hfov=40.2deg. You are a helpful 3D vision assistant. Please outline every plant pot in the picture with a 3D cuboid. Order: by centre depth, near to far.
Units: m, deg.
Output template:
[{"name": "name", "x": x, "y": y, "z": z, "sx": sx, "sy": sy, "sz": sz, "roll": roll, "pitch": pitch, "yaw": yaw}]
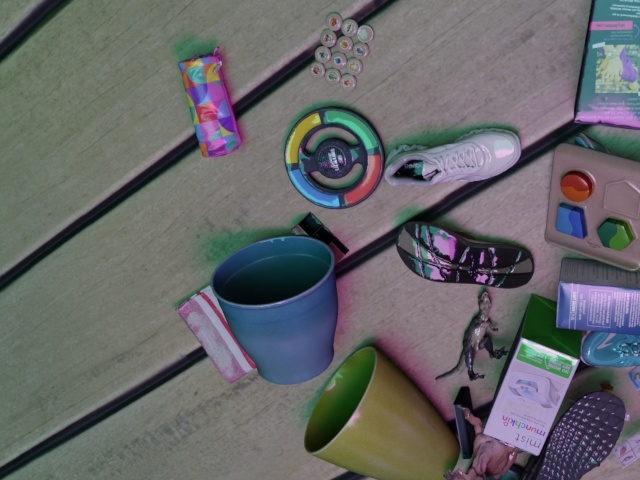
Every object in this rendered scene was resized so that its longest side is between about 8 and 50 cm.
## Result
[{"name": "plant pot", "x": -0.078, "y": 0.168, "z": 1.927, "sx": 0.272, "sy": 0.271, "sz": 0.255, "roll": -2, "pitch": 121, "yaw": 18}, {"name": "plant pot", "x": 0.160, "y": 0.432, "z": 1.971, "sx": 0.293, "sy": 0.275, "sz": 0.275, "roll": 34, "pitch": 114, "yaw": -11}]

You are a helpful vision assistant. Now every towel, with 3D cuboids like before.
[{"name": "towel", "x": -0.167, "y": 0.179, "z": 2.101, "sx": 0.329, "sy": 0.037, "sz": 0.237, "roll": -33, "pitch": 95, "yaw": 23}]

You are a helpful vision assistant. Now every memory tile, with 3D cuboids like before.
[{"name": "memory tile", "x": 0.045, "y": -0.402, "z": 1.869, "sx": 0.113, "sy": 0.012, "sz": 0.148, "roll": 24, "pitch": 111, "yaw": 9}]

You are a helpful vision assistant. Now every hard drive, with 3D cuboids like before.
[{"name": "hard drive", "x": 0.329, "y": 0.411, "z": 1.980, "sx": 0.022, "sy": 0.094, "sz": 0.135, "roll": -5, "pitch": 104, "yaw": 22}]

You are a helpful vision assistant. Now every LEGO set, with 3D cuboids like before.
[{"name": "LEGO set", "x": 0.633, "y": 0.366, "z": 1.830, "sx": 0.060, "sy": 0.182, "sz": 0.244, "roll": 29, "pitch": 119, "yaw": -31}]

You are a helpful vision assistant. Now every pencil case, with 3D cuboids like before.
[{"name": "pencil case", "x": -0.245, "y": -0.304, "z": 1.947, "sx": 0.104, "sy": 0.104, "sz": 0.236, "roll": -8, "pitch": 105, "yaw": 20}]

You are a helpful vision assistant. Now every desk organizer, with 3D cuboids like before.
[{"name": "desk organizer", "x": 0.000, "y": 0.000, "z": 1.987, "sx": 0.130, "sy": 0.047, "sz": 0.050, "roll": 45, "pitch": 111, "yaw": 1}]

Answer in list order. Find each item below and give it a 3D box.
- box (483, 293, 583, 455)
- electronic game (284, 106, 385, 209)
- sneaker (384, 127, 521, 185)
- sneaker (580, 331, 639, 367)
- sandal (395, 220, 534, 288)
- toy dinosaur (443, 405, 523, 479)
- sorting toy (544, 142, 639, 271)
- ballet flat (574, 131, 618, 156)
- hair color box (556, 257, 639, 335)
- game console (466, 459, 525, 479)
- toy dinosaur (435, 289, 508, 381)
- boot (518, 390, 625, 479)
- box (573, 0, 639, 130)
[{"name": "box", "x": 0.448, "y": 0.272, "z": 1.811, "sx": 0.127, "sy": 0.262, "sz": 0.231, "roll": 21, "pitch": 112, "yaw": 11}, {"name": "electronic game", "x": 0.029, "y": -0.180, "z": 1.922, "sx": 0.229, "sy": 0.048, "sz": 0.229, "roll": 5, "pitch": 107, "yaw": 16}, {"name": "sneaker", "x": 0.270, "y": -0.160, "z": 1.816, "sx": 0.292, "sy": 0.118, "sz": 0.110, "roll": -11, "pitch": 101, "yaw": 19}, {"name": "sneaker", "x": 0.666, "y": 0.214, "z": 1.773, "sx": 0.275, "sy": 0.110, "sz": 0.107, "roll": -2, "pitch": 99, "yaw": 0}, {"name": "sandal", "x": 0.307, "y": 0.036, "z": 1.886, "sx": 0.303, "sy": 0.086, "sz": 0.120, "roll": 15, "pitch": 105, "yaw": -3}, {"name": "toy dinosaur", "x": 0.369, "y": 0.478, "z": 1.904, "sx": 0.127, "sy": 0.296, "sz": 0.200, "roll": 12, "pitch": 85, "yaw": 39}, {"name": "sorting toy", "x": 0.587, "y": -0.048, "z": 1.710, "sx": 0.307, "sy": 0.041, "sz": 0.229, "roll": 22, "pitch": 128, "yaw": 32}, {"name": "ballet flat", "x": 0.583, "y": -0.132, "z": 1.760, "sx": 0.068, "sy": 0.072, "sz": 0.213, "roll": -28, "pitch": 98, "yaw": -5}, {"name": "hair color box", "x": 0.654, "y": 0.118, "z": 1.745, "sx": 0.347, "sy": 0.174, "sz": 0.105, "roll": 4, "pitch": 107, "yaw": 17}, {"name": "game console", "x": 0.480, "y": 0.709, "z": 2.044, "sx": 0.387, "sy": 0.060, "sz": 0.342, "roll": 24, "pitch": 112, "yaw": 9}, {"name": "toy dinosaur", "x": 0.342, "y": 0.241, "z": 1.928, "sx": 0.064, "sy": 0.118, "sz": 0.268, "roll": 8, "pitch": 119, "yaw": -29}, {"name": "boot", "x": 0.499, "y": 0.440, "z": 1.828, "sx": 0.118, "sy": 0.223, "sz": 0.338, "roll": 34, "pitch": 97, "yaw": 6}, {"name": "box", "x": 0.566, "y": -0.355, "z": 1.634, "sx": 0.143, "sy": 0.165, "sz": 0.270, "roll": 10, "pitch": 109, "yaw": 14}]
